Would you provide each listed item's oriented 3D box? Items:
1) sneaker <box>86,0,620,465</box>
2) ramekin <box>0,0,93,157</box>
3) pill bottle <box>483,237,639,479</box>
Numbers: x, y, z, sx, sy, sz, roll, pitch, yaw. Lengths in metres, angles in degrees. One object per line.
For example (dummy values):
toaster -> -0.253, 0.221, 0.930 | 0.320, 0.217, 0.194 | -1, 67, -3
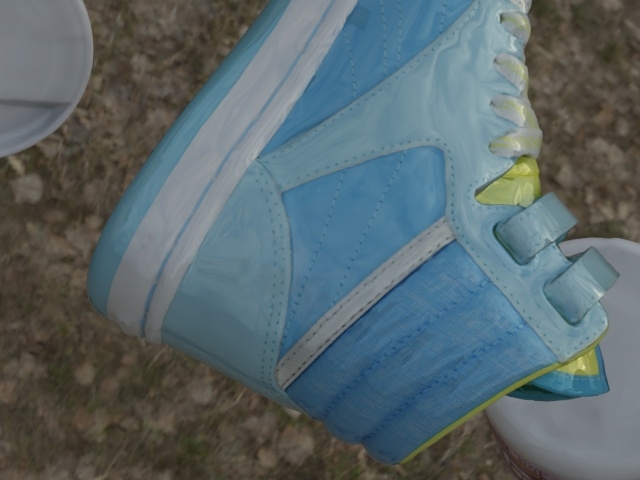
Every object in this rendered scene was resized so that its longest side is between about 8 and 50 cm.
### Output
sneaker -> 0.071, -0.047, 0.551 | 0.208, 0.127, 0.319 | 34, 84, 6
ramekin -> -0.388, -0.230, 1.389 | 0.273, 0.273, 0.127 | 5, 33, -20
pill bottle -> 0.209, 0.122, 0.960 | 0.169, 0.301, 0.169 | -4, 69, 11
